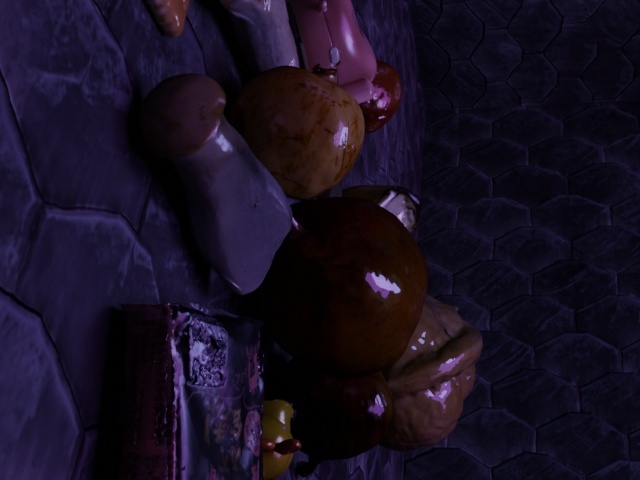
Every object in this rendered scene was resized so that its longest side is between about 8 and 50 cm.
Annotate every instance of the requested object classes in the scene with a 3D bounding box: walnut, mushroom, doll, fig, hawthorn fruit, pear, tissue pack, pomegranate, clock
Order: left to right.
[{"bbox_3d":[-0.151,0.243,0.909,0.245,0.123,0.333,31,56,-68],"label":"tissue pack"},{"bbox_3d":[-0.126,-0.068,1.013,0.329,0.122,0.159,65,19,-58],"label":"mushroom"},{"bbox_3d":[-0.089,0.285,1.136,0.221,0.142,0.136,59,34,-77],"label":"doll"},{"bbox_3d":[-0.088,-0.314,1.236,0.351,0.094,0.123,59,38,-65],"label":"mushroom"},{"bbox_3d":[-0.038,-0.171,1.202,0.215,0.215,0.216,-1,90,-76],"label":"pomegranate"},{"bbox_3d":[0.010,-0.387,1.428,0.227,0.142,0.241,-113,-176,-48],"label":"clock"},{"bbox_3d":[0.015,0.344,1.474,0.217,0.216,0.321,-73,176,-51],"label":"fig"},{"bbox_3d":[0.035,0.067,1.300,0.325,0.308,0.309,121,-28,-75],"label":"hawthorn fruit"},{"bbox_3d":[0.075,-0.031,1.755,0.267,0.178,0.267,-37,145,-31],"label":"pear"},{"bbox_3d":[0.093,-0.324,1.814,0.200,0.179,0.179,-72,157,-52],"label":"hawthorn fruit"},{"bbox_3d":[0.182,0.282,1.746,0.383,0.383,0.384,-1,90,-76],"label":"walnut"}]

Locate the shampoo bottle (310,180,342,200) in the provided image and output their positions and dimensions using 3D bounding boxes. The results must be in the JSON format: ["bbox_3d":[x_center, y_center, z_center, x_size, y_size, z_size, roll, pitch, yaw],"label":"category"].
[{"bbox_3d":[0.000,0.000,1.603,0.126,0.084,0.350,69,24,-60],"label":"shampoo bottle"}]

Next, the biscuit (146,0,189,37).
[{"bbox_3d":[-0.182,-0.392,0.983,0.160,0.030,0.250,67,26,-57],"label":"biscuit"}]
